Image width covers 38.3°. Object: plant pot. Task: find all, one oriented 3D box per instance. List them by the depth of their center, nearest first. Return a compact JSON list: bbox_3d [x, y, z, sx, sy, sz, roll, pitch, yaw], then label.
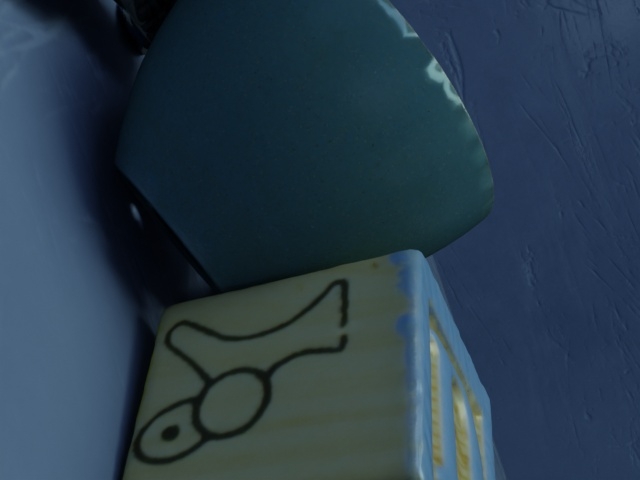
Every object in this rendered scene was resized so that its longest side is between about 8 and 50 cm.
[{"bbox_3d":[-0.039,-0.066,0.708,0.290,0.195,0.290,48,-10,11],"label":"plant pot"}]

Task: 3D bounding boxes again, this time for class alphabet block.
[{"bbox_3d":[0.004,0.148,0.633,0.192,0.197,0.193,-83,153,-47],"label":"alphabet block"}]

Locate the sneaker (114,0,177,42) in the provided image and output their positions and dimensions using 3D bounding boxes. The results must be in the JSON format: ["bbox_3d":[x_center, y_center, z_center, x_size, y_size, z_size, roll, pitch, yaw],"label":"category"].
[{"bbox_3d":[-0.156,-0.245,0.728,0.122,0.110,0.283,49,10,18],"label":"sneaker"}]

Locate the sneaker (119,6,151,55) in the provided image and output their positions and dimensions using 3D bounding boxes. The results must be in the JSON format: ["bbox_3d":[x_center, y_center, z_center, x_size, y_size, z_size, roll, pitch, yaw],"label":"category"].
[{"bbox_3d":[-0.147,-0.217,0.868,0.135,0.058,0.052,-85,154,-60],"label":"sneaker"}]
